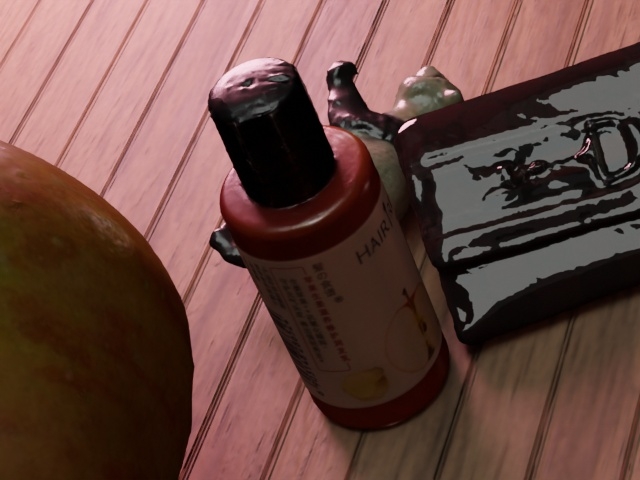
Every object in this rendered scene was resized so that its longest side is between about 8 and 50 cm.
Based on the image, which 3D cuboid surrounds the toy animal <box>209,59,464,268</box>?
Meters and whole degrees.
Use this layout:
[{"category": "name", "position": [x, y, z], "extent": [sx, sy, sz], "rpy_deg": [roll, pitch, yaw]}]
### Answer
[{"category": "toy animal", "position": [0.024, -0.057, 1.381], "extent": [0.121, 0.094, 0.225], "rpy_deg": [26, 50, 29]}]

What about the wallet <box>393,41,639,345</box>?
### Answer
[{"category": "wallet", "position": [0.179, -0.041, 1.285], "extent": [0.229, 0.049, 0.182], "rpy_deg": [-19, 66, 6]}]

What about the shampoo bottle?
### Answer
[{"category": "shampoo bottle", "position": [0.000, 0.000, 1.189], "extent": [0.104, 0.278, 0.104], "rpy_deg": [-13, 43, 13]}]

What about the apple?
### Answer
[{"category": "apple", "position": [-0.266, 0.122, 1.172], "extent": [0.400, 0.333, 0.400], "rpy_deg": [-23, 48, 27]}]
